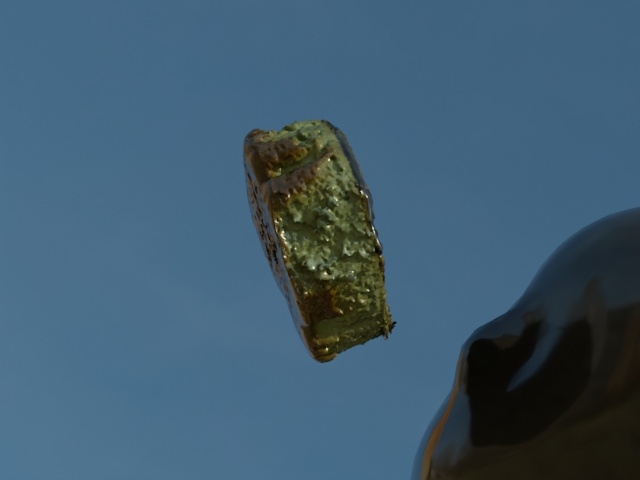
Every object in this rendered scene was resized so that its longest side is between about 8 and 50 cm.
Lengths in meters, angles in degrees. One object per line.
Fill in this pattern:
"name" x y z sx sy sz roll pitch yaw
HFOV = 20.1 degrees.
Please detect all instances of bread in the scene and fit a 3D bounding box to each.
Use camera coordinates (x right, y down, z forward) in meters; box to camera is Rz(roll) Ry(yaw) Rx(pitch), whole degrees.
"bread" 0.000 0.000 1.178 0.069 0.128 0.140 -17 -44 -9

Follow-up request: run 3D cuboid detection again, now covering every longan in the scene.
"longan" 0.236 0.151 1.214 0.361 0.361 0.361 18 -45 19
